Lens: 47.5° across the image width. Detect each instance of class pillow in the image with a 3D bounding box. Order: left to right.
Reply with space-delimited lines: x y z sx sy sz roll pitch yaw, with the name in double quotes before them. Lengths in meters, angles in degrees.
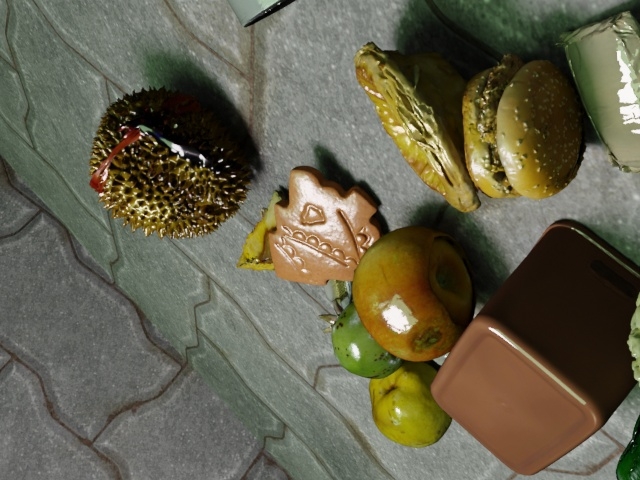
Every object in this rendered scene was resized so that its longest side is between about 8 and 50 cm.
"pillow" 0.366 -0.167 0.867 0.208 0.053 0.119 59 155 -15

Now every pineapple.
"pineapple" -0.074 -0.020 1.670 0.249 0.139 0.164 -33 54 37

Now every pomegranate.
"pomegranate" 0.094 0.203 1.603 0.224 0.181 0.182 26 145 55

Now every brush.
"brush" 0.043 0.139 1.716 0.068 0.060 0.297 24 142 37

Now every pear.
"pear" 0.205 0.365 1.626 0.200 0.200 0.200 36 149 26

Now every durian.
"durian" -0.348 -0.175 1.652 0.384 0.347 0.348 53 155 22

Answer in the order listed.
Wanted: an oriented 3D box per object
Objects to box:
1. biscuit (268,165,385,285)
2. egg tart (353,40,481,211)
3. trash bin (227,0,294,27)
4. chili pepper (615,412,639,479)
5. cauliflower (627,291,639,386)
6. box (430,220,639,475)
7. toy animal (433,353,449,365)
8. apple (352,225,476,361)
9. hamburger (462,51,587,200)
"biscuit" 0.000 0.000 1.492 0.284 0.043 0.306 41 128 -9
"egg tart" 0.161 -0.174 1.041 0.295 0.116 0.295 53 -178 -3
"trash bin" -0.082 -0.462 0.999 0.277 0.217 0.263 -22 107 27
"chili pepper" 0.546 0.294 0.985 0.248 0.233 0.257 26 138 32
"cauliflower" 0.493 0.101 0.809 0.280 0.261 0.327 11 155 -9
"box" 0.348 0.183 1.134 0.239 0.229 0.339 40 152 17
"toy animal" 0.304 0.240 1.428 0.255 0.089 0.170 47 156 12
"apple" 0.171 0.089 1.292 0.237 0.237 0.207 49 138 3
"hamburger" 0.260 -0.147 0.927 0.117 0.182 0.191 -6 113 40
